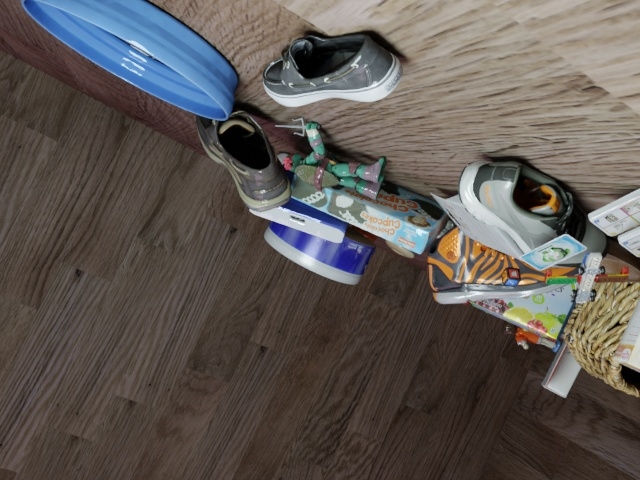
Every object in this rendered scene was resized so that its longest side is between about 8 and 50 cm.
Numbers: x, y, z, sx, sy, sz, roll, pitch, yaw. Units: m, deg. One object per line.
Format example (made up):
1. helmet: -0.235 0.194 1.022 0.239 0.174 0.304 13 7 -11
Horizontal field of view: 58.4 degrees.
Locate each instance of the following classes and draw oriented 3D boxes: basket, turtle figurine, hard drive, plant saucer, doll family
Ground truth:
1. basket: 0.645 0.204 1.090 0.299 0.213 0.223 27 178 -35
2. turtle figurine: 0.014 -0.158 1.181 0.234 0.118 0.175 20 176 10
3. hard drive: -0.019 -0.106 1.355 0.210 0.040 0.319 19 -153 3
4. plant saucer: 0.472 0.017 1.006 0.198 0.036 0.198 26 177 2
5. doll family: 0.524 0.135 1.406 0.163 0.263 0.118 17 142 7

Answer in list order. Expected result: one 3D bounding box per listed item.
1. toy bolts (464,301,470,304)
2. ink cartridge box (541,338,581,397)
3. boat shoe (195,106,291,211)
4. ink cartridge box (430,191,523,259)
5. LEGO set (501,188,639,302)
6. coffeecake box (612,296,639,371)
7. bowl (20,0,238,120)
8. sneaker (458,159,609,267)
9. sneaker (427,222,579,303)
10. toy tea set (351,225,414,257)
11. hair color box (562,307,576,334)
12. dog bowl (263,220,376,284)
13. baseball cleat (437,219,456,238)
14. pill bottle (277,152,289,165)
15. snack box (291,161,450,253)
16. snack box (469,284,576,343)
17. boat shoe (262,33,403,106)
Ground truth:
1. toy bolts: 0.536 0.113 1.817 0.228 0.158 0.218 16 -137 -28
2. ink cartridge box: 0.594 0.225 1.308 0.060 0.275 0.239 27 179 21
3. boat shoe: -0.168 -0.216 1.221 0.355 0.132 0.130 50 157 33
4. ink cartridge box: 0.309 -0.041 1.102 0.145 0.045 0.179 44 178 -28
5. LEGO set: 0.380 0.016 0.796 0.182 0.060 0.244 27 138 -26
6. coffeecake box: 0.540 0.125 0.832 0.142 0.185 0.068 25 177 11
7. bowl: -0.327 -0.347 1.038 0.391 0.077 0.391 26 177 1
8. sneaker: 0.326 -0.031 0.826 0.271 0.100 0.108 25 169 -23
9. sneaker: 0.381 0.029 1.229 0.321 0.180 0.124 -10 -175 21
10. toy tea set: 0.170 -0.060 1.481 0.336 0.124 0.200 25 171 48
11. hair color box: 0.797 0.259 1.918 0.347 0.105 0.174 25 177 -1
12. dog bowl: 0.000 0.000 1.415 0.265 0.104 0.265 26 -170 -5
13. baseball cleat: 0.362 -0.007 1.435 0.206 0.072 0.109 31 -170 -9
14. pill bottle: -0.050 -0.155 1.668 0.216 0.121 0.121 28 177 -35
15. snack box: 0.114 -0.085 1.273 0.322 0.060 0.187 25 -152 18
16. snack box: 0.472 0.109 1.303 0.207 0.174 0.070 25 174 29
17. boat shoe: -0.007 -0.210 0.687 0.228 0.080 0.076 21 169 48
